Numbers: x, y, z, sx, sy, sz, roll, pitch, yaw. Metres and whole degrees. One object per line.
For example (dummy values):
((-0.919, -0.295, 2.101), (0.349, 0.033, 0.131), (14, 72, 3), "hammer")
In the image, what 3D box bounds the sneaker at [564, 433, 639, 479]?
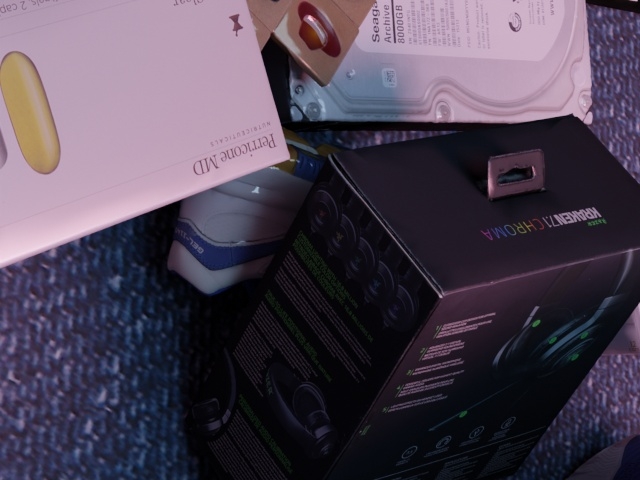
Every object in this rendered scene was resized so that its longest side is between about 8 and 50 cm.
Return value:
((0.244, 0.322, 1.497), (0.315, 0.127, 0.182), (-49, 121, -25), "sneaker")

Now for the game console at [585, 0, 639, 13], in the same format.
((0.266, -0.268, 1.631), (0.122, 0.071, 0.107), (3, 114, -41), "game console")

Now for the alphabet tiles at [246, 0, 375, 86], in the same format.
((-0.044, -0.284, 1.281), (0.285, 0.011, 0.342), (43, 59, -25), "alphabet tiles")

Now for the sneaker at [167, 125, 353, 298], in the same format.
((0.000, 0.000, 1.327), (0.296, 0.112, 0.131), (18, 103, -47), "sneaker")

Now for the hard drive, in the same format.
((0.080, -0.204, 1.426), (0.339, 0.064, 0.236), (-2, 87, -41), "hard drive")

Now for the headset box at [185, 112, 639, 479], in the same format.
((0.079, 0.055, 1.243), (0.246, 0.283, 0.131), (-12, 53, -40), "headset box")

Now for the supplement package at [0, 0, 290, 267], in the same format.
((-0.191, -0.071, 1.078), (0.262, 0.204, 0.145), (-24, 103, -41), "supplement package")

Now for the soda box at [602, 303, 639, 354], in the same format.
((0.320, 0.046, 1.608), (0.216, 0.074, 0.069), (-15, 96, -42), "soda box")
